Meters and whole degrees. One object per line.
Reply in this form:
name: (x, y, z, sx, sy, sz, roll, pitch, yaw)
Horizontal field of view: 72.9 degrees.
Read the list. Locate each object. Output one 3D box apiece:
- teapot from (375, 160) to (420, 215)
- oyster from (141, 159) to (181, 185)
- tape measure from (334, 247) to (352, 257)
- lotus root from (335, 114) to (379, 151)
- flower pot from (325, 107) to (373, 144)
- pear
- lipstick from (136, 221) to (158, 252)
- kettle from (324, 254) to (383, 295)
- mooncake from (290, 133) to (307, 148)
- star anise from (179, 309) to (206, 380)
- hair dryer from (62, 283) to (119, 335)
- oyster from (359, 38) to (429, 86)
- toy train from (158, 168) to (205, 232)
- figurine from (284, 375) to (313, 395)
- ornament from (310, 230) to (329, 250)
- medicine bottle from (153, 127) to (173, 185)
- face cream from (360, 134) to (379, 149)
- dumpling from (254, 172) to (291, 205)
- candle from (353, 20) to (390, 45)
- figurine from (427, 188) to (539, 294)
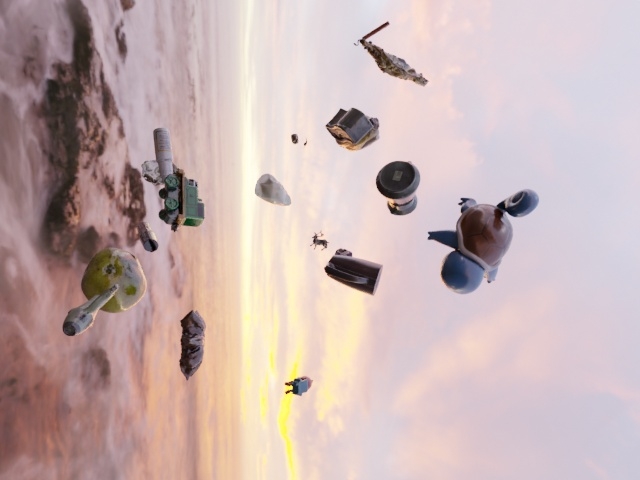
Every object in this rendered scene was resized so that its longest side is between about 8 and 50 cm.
teapot: (0.326, -0.218, 1.749, 0.203, 0.171, 0.225, -63, 157, -14)
oyster: (-0.627, -0.257, 1.770, 0.163, 0.191, 0.081, -52, 170, -46)
tape measure: (0.117, 0.099, 2.036, 0.125, 0.075, 0.118, -140, -147, -61)
lotus root: (0.171, -0.496, 2.000, 0.284, 0.160, 0.146, -12, -104, 58)
flower pot: (0.110, -0.471, 1.776, 0.103, 0.108, 0.229, 45, -3, -26)
pear: (-0.876, 0.170, 1.842, 0.321, 0.270, 0.268, 124, -36, -56)
lipstick: (-0.880, -0.026, 2.193, 0.418, 0.077, 0.077, 30, -58, 59)
kettle: (0.135, 0.148, 1.877, 0.202, 0.233, 0.143, -32, 136, -70)
mooncake: (-0.115, -0.488, 2.088, 0.346, 0.057, 0.150, -117, -177, -56)
star anise: (-0.543, 0.415, 1.834, 0.315, 0.109, 0.314, 179, -90, -78)
hair dryer: (-0.779, 0.216, 1.507, 0.088, 0.225, 0.219, 47, -9, -18)
oyster: (0.290, -0.698, 1.716, 0.078, 0.345, 0.128, -48, -144, 39)
toy train: (-0.437, -0.125, 1.378, 0.091, 0.137, 0.227, -40, -131, 48)
figurine: (-0.076, 0.564, 1.698, 0.140, 0.075, 0.068, 6, 81, -62)
ornament: (0.000, 0.000, 1.716, 0.125, 0.074, 0.028, 104, -9, -57)
medicine bottle: (-0.590, -0.311, 1.654, 0.092, 0.062, 0.220, 77, 2, -78)
face cream: (0.209, -0.413, 1.827, 0.038, 0.020, 0.115, -52, -165, -26)
dumpling: (-0.240, -0.258, 2.211, 0.124, 0.229, 0.151, -18, -120, 39)
candle: (0.215, -0.869, 1.824, 0.021, 0.168, 0.026, 56, 27, -20)
figurine: (0.560, -0.003, 1.485, 0.416, 0.298, 0.243, -52, -165, 5)
